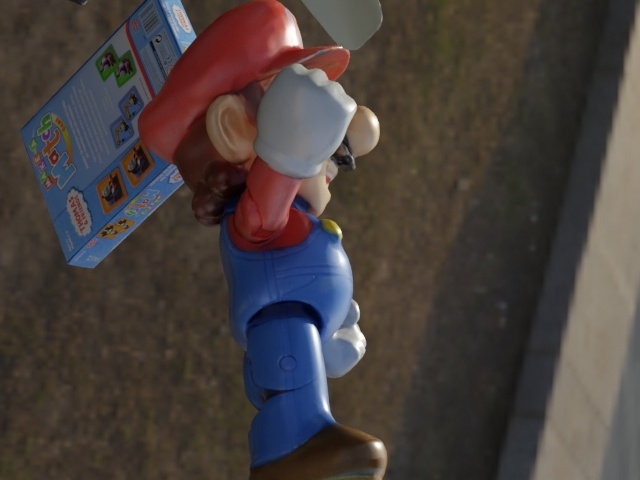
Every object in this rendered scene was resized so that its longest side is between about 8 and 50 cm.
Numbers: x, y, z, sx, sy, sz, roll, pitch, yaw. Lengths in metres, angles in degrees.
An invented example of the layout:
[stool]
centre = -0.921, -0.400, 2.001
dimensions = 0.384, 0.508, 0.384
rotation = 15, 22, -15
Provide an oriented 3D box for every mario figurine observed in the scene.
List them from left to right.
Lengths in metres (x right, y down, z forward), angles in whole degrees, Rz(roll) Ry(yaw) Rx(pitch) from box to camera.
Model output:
[mario figurine]
centre = 0.000, 0.000, 1.064
dimensions = 0.170, 0.198, 0.321
rotation = -1, 76, -40

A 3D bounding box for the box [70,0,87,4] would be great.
[box]
centre = -0.249, -0.315, 1.286
dimensions = 0.143, 0.270, 0.165
rotation = -48, 145, -27

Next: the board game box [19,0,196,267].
[board game box]
centre = -0.181, -0.100, 1.561
dimensions = 0.039, 0.211, 0.160
rotation = 13, 45, -49

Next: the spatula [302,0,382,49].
[spatula]
centre = -0.007, -0.239, 0.927
dimensions = 0.019, 0.168, 0.242
rotation = -29, 84, -39
